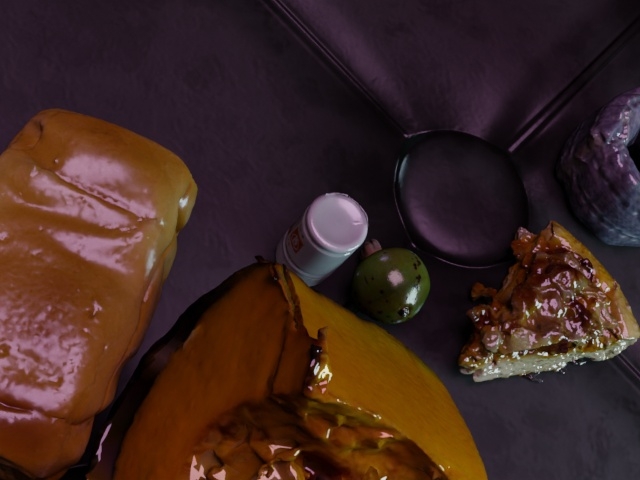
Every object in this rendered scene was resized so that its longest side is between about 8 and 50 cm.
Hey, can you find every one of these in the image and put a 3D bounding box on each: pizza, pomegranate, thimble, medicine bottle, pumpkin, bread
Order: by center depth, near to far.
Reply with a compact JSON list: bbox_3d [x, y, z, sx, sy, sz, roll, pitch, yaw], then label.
[{"bbox_3d":[-0.031,0.188,0.998,0.225,0.256,0.303,35,81,-30],"label":"pumpkin"},{"bbox_3d":[-0.213,0.041,1.063,0.166,0.132,0.294,25,62,-3],"label":"bread"},{"bbox_3d":[0.000,0.000,1.193,0.057,0.089,0.057,9,64,-19],"label":"medicine bottle"},{"bbox_3d":[0.055,0.037,1.218,0.084,0.073,0.073,24,52,33],"label":"pomegranate"},{"bbox_3d":[0.200,0.067,1.258,0.194,0.069,0.154,-30,82,-32],"label":"pizza"},{"bbox_3d":[0.318,-0.075,1.356,0.150,0.098,0.150,9,64,-20],"label":"thimble"}]
